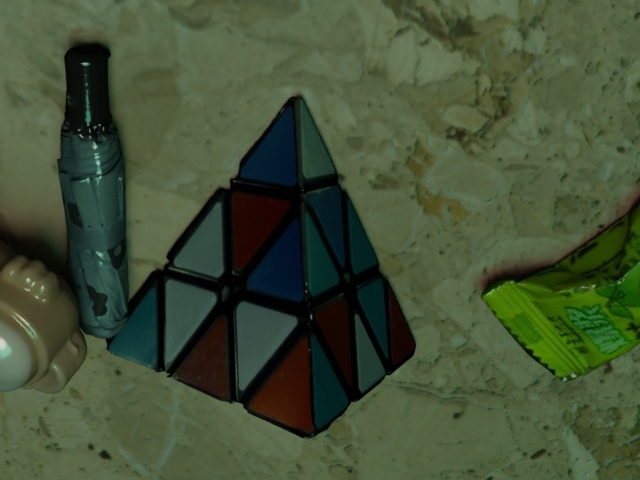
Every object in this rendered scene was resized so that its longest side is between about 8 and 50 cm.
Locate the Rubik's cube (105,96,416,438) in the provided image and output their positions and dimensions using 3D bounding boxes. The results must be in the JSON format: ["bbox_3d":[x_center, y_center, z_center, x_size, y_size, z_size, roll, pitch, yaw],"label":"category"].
[{"bbox_3d":[0.000,0.000,0.964,0.250,0.284,0.234,-2,100,-36],"label":"Rubik's cube"}]

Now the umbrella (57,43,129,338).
[{"bbox_3d":[-0.181,-0.032,0.927,0.052,0.053,0.250,-1,120,-6],"label":"umbrella"}]

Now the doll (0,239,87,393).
[{"bbox_3d":[-0.295,0.008,0.901,0.154,0.119,0.278,-21,112,34],"label":"doll"}]

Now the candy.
[{"bbox_3d":[0.277,0.031,1.024,0.246,0.069,0.149,-37,120,14],"label":"candy"}]
